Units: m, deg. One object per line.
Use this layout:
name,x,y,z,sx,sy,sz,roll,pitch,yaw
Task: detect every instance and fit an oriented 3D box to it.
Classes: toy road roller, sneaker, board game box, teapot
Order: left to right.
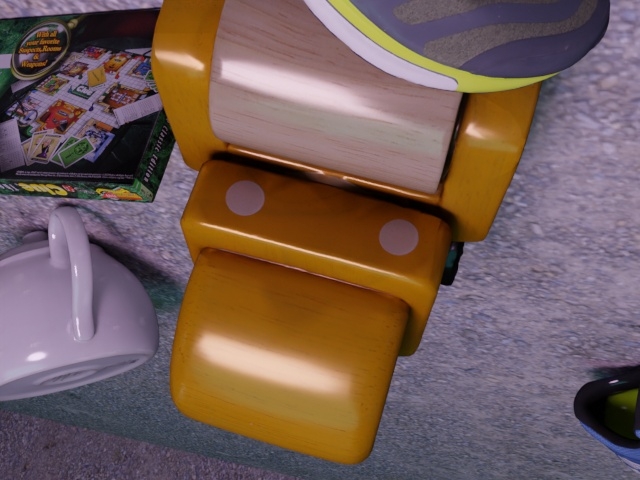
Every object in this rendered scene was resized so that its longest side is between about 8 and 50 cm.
board game box,-0.201,-0.096,0.659,0.260,0.136,0.030,5,160,30
teapot,-0.322,0.076,1.139,0.256,0.187,0.252,-19,168,15
toy road roller,0.000,0.000,0.596,0.203,0.240,0.329,14,159,6
sneaker,0.025,-0.160,0.371,0.300,0.111,0.121,27,153,-31
sneaker,0.386,0.183,0.927,0.147,0.129,0.330,26,158,-28
